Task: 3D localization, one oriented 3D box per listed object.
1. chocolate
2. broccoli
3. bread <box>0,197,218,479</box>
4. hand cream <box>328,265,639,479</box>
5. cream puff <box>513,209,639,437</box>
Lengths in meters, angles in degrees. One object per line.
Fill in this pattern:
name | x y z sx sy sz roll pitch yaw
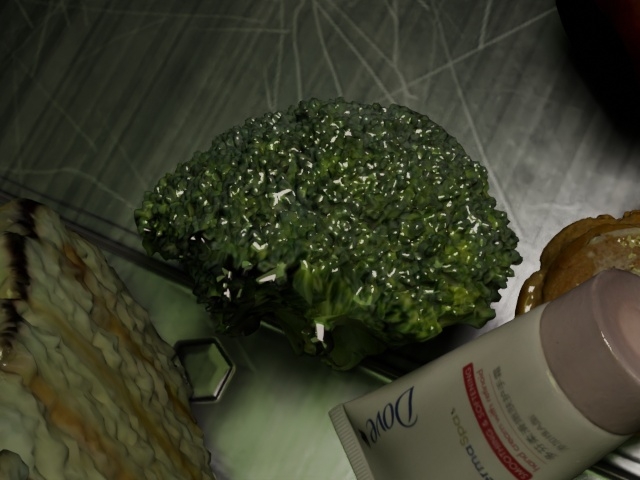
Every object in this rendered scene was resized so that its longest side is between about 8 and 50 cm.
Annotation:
chocolate | 0.250 -0.168 0.804 0.177 0.177 0.177 -2 71 6
broccoli | -0.002 -0.003 0.775 0.226 0.198 0.176 -32 104 24
bread | -0.198 0.177 0.659 0.264 0.239 0.395 -35 29 6
hand cream | 0.100 0.107 0.721 0.248 0.083 0.133 -43 60 37
cream puff | 0.191 0.048 0.762 0.126 0.103 0.144 29 104 17
